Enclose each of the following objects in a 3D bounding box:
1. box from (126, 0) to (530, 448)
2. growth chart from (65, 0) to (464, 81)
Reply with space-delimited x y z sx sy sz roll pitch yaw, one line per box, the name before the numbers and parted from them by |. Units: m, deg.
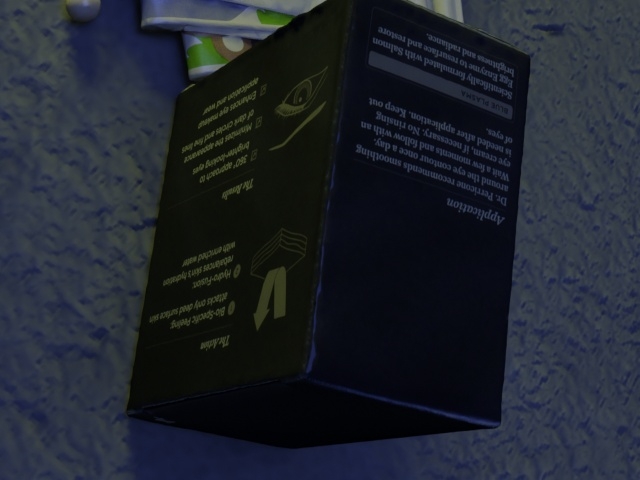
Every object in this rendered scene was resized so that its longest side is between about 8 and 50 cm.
box | 0.000 0.000 0.536 0.093 0.156 0.158 17 71 -28
growth chart | -0.020 -0.144 0.637 0.237 0.021 0.172 11 74 -29
